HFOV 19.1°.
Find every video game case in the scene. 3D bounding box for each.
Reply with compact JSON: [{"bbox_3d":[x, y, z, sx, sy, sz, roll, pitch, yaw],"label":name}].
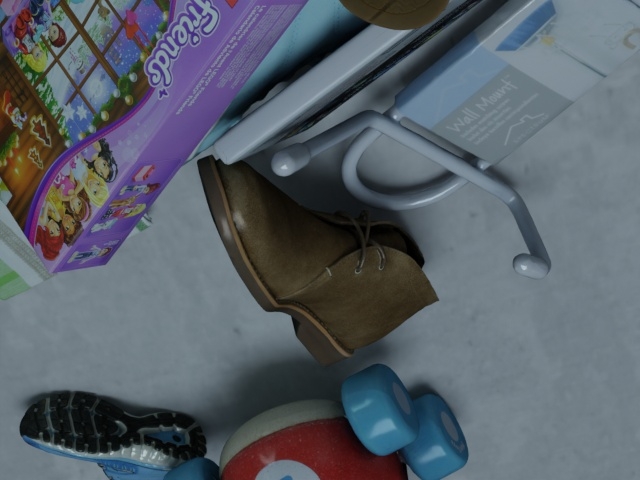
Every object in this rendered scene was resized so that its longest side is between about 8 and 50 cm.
[{"bbox_3d":[0.030,-0.123,1.296,0.190,0.173,0.022,-36,89,21],"label":"video game case"}]

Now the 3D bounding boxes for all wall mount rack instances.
[{"bbox_3d":[0.131,-0.105,1.331,0.304,0.130,0.350,24,127,-41],"label":"wall mount rack"}]

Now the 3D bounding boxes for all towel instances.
[{"bbox_3d":[-0.221,-0.020,1.472,0.152,0.023,0.113,-25,129,19],"label":"towel"}]

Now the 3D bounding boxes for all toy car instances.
[{"bbox_3d":[0.024,0.264,1.591,0.219,0.238,0.210,-29,151,15],"label":"toy car"}]

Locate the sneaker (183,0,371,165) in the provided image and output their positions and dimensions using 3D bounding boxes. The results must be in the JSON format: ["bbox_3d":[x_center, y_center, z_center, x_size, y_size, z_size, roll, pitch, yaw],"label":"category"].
[{"bbox_3d":[-0.014,-0.157,1.289,0.150,0.135,0.366,15,136,-28],"label":"sneaker"}]

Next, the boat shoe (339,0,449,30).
[{"bbox_3d":[0.071,-0.259,1.087,0.105,0.089,0.285,22,127,0],"label":"boat shoe"}]

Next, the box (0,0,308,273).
[{"bbox_3d":[-0.138,-0.147,1.238,0.057,0.201,0.293,-10,147,-50],"label":"box"}]

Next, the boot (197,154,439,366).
[{"bbox_3d":[0.000,0.000,1.426,0.115,0.112,0.305,-22,154,13],"label":"boot"}]

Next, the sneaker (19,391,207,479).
[{"bbox_3d":[-0.183,0.183,1.637,0.162,0.063,0.073,15,133,-19],"label":"sneaker"}]
